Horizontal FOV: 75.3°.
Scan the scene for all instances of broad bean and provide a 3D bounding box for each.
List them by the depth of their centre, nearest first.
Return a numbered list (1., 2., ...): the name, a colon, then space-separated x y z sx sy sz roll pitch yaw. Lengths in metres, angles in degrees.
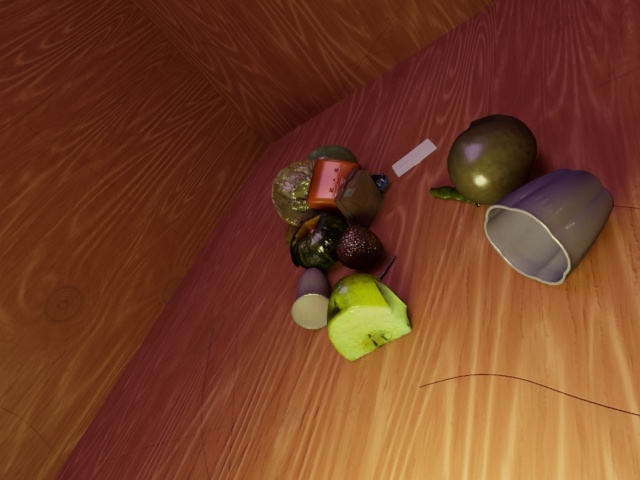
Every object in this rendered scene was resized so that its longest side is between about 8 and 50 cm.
1. broad bean: 0.531 -0.182 1.621 0.060 0.043 0.297 -57 28 -1

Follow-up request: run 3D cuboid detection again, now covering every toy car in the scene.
1. toy car: 0.274 -0.290 2.118 0.103 0.063 0.216 -49 19 -4

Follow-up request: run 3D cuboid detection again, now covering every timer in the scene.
1. timer: 0.070 -0.274 2.076 0.161 0.249 0.258 62 -139 -74

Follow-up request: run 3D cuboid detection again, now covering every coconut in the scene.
1. coconut: 0.058 -0.404 2.352 0.328 0.281 0.328 -41 1 1

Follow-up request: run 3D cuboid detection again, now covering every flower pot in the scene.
1. flower pot: 0.625 -0.051 1.113 0.243 0.265 0.265 -35 25 -12

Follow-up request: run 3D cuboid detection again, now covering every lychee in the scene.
1. lychee: 0.158 0.035 1.704 0.194 0.194 0.195 -34 29 22

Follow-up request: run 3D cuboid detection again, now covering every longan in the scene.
1. longan: 0.590 -0.275 1.424 0.350 0.288 0.288 -49 25 -26

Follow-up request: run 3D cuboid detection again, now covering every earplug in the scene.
1. earplug: -0.033 0.216 1.758 0.172 0.172 0.301 -37 21 16

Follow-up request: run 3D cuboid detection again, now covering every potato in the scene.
1. potato: -0.076 -0.084 2.235 0.298 0.141 0.176 -45 41 -3

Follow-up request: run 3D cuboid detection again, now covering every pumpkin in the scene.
1. pumpkin: 0.000 0.000 1.956 0.320 0.192 0.321 -33 25 18

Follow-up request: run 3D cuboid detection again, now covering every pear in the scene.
1. pear: 0.126 0.226 1.367 0.286 0.282 0.176 -34 37 21

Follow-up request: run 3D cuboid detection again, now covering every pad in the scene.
1. pad: 0.466 -0.417 2.085 0.232 0.004 0.157 -37 28 17

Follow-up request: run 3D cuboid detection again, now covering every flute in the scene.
1. flute: 0.220 0.164 1.611 0.270 0.014 0.014 -52 27 -14

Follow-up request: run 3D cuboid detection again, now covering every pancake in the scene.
1. pancake: -0.066 -0.245 2.148 0.387 0.386 0.082 -51 -6 -11

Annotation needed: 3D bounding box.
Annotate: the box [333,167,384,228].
1. box: 0.186 -0.194 1.942 0.086 0.215 0.215 1 51 44
